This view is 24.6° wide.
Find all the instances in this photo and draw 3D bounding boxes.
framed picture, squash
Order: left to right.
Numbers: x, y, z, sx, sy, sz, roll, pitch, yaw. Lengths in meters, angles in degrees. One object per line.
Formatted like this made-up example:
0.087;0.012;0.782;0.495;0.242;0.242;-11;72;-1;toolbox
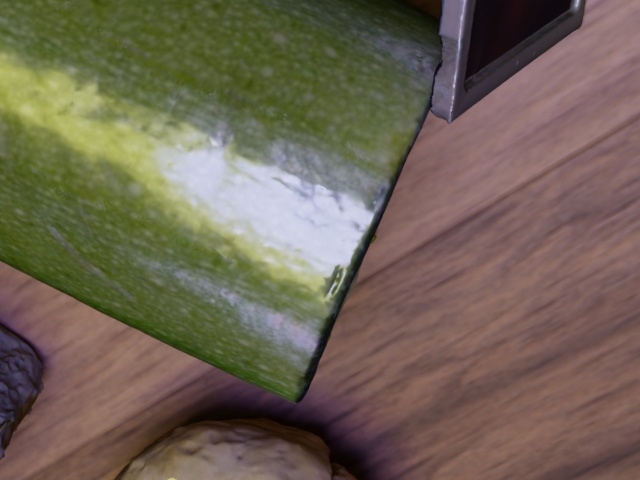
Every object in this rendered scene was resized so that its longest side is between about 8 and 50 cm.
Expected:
-0.132;-0.095;0.912;0.384;0.263;0.263;25;119;2;squash
0.124;-0.230;0.813;0.020;0.211;0.289;19;120;23;framed picture

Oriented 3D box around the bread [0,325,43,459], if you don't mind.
-0.338;0.150;1.120;0.176;0.195;0.246;33;117;-11;bread

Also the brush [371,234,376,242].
0.000;0.000;1.062;0.083;0.019;0.021;-10;103;20;brush

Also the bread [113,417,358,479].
-0.054;0.234;1.129;0.244;0.134;0.244;6;120;11;bread
